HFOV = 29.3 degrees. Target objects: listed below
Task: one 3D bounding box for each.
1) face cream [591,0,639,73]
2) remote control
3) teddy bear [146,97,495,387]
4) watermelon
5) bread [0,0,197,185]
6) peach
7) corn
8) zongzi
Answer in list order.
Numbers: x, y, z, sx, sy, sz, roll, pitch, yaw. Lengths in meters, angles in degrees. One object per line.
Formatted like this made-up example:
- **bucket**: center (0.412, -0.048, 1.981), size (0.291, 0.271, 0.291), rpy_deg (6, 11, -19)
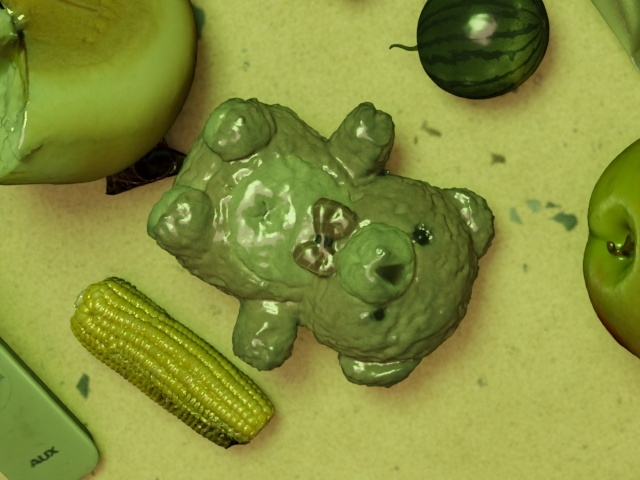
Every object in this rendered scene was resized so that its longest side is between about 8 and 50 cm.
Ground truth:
- **face cream**: center (0.202, -0.303, 0.988), size (0.137, 0.084, 0.341), rpy_deg (-42, 93, -3)
- **remote control**: center (-0.312, 0.105, 1.065), size (0.090, 0.038, 0.309), rpy_deg (-31, 115, 11)
- **teddy bear**: center (-0.001, -0.001, 1.008), size (0.267, 0.151, 0.236), rpy_deg (32, 93, 10)
- **watermelon**: center (0.119, -0.165, 0.997), size (0.133, 0.105, 0.105), rpy_deg (-9, 93, 21)
- **bread**: center (-0.264, -0.177, 0.984), size (0.333, 0.333, 0.160), rpy_deg (47, 139, 3)
- **peach**: center (0.312, 0.012, 0.919), size (0.231, 0.231, 0.231), rpy_deg (1, 95, 9)
- **corn**: center (-0.132, 0.108, 1.079), size (0.203, 0.072, 0.072), rpy_deg (36, 100, 4)
- **zongzi**: center (-0.146, -0.069, 1.080), size (0.083, 0.073, 0.067), rpy_deg (11, 99, 48)
